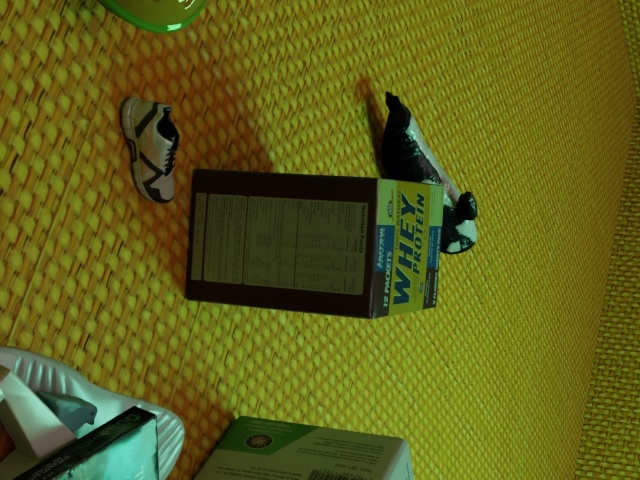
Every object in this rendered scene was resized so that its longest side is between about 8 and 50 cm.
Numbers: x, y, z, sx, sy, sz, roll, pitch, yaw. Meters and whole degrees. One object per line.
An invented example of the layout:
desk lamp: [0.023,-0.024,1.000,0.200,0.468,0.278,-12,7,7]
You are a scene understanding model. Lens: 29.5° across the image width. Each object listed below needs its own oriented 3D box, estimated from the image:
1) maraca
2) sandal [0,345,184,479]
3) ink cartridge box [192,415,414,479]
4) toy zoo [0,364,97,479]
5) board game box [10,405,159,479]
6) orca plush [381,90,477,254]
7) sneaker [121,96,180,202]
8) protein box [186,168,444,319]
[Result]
maraca: [-0.159,-0.253,0.991,0.186,0.099,0.127,47,53,-27]
sandal: [-0.213,0.145,0.953,0.265,0.076,0.102,33,77,-54]
ink cartridge box: [-0.044,0.312,1.212,0.278,0.201,0.117,-52,140,-51]
toy zoo: [-0.255,0.215,0.830,0.293,0.030,0.192,-47,138,-32]
board game box: [-0.169,0.232,0.907,0.126,0.026,0.186,-29,127,-49]
orca plush: [0.130,-0.063,1.683,0.102,0.151,0.287,-43,146,-13]
sneaker: [-0.148,-0.079,1.107,0.040,0.043,0.109,-62,149,-47]
protein box: [0.000,0.000,1.261,0.200,0.201,0.136,-1,95,-66]
